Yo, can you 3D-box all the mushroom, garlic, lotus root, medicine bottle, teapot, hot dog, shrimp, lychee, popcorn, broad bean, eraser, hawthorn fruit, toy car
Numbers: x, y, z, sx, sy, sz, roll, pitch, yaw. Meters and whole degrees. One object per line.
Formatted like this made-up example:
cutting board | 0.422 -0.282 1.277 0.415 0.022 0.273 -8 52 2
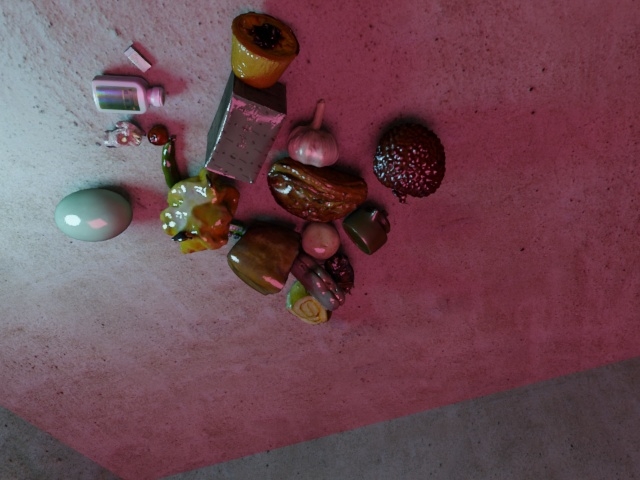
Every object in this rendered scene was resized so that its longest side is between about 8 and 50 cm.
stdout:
mushroom | 0.000 0.000 2.060 0.166 0.166 0.127 -6 169 0
garlic | -0.010 -0.377 1.725 0.199 0.199 0.226 12 103 -15
lotus root | -0.239 0.052 2.036 0.250 0.316 0.316 30 124 -9
medicine bottle | -0.632 -0.481 1.624 0.219 0.078 0.115 1 130 -5
teapot | 0.208 -0.055 2.019 0.175 0.185 0.268 -39 162 -9
hot dog | -0.013 -0.189 1.860 0.387 0.174 0.267 13 151 -15
shrimp | 0.075 0.155 2.219 0.137 0.172 0.372 -29 149 -16
lychee | 0.320 -0.270 1.764 0.264 0.264 0.300 3 111 -8
popcorn | -0.438 -0.099 1.842 0.316 0.297 0.281 -36 168 3
broad bean | -0.560 -0.272 1.835 0.065 0.046 0.254 -8 132 -16
eraser | -0.587 -0.583 1.577 0.038 0.019 0.083 -30 127 22
hawthorn fruit | -0.574 -0.366 1.730 0.077 0.077 0.077 -2 131 -3
toy car | -0.397 -0.061 2.021 0.165 0.071 0.062 16 113 -18

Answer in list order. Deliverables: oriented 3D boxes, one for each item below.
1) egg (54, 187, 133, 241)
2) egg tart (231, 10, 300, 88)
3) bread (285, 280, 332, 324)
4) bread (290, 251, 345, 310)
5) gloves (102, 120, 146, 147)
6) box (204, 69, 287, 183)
egg | -0.858 -0.096 1.860 0.282 0.203 0.203 -7 131 0
egg tart | -0.184 -0.581 1.503 0.215 0.215 0.171 17 143 -18
bread | -0.048 0.302 2.337 0.186 0.124 0.257 -21 131 22
bread | -0.032 0.149 2.071 0.102 0.337 0.183 -40 152 -16
gloves | -0.688 -0.367 1.709 0.144 0.110 0.094 -10 89 3
box | -0.252 -0.387 1.642 0.190 0.225 0.297 16 129 -20
